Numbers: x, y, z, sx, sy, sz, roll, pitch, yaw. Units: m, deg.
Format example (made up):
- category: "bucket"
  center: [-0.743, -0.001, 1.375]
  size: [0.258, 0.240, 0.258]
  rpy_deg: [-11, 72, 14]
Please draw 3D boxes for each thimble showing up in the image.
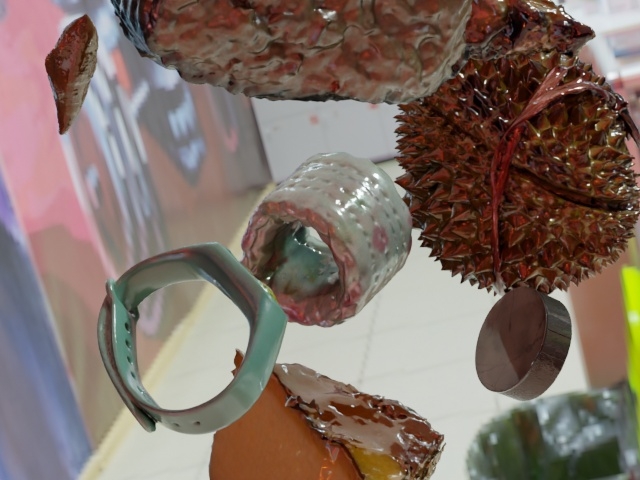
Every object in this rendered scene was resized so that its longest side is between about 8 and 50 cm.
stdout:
- category: "thimble"
  center: [0.000, 0.000, 1.702]
  size: [0.211, 0.185, 0.149]
  rpy_deg: [-13, 23, 44]

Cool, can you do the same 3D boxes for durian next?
- category: "durian"
  center: [0.263, -0.094, 1.812]
  size: [0.347, 0.348, 0.384]
  rpy_deg: [-17, 40, -10]

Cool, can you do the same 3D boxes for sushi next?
- category: "sushi"
  center: [-0.012, -0.225, 1.219]
  size: [0.350, 0.211, 0.171]
  rpy_deg: [5, 17, -36]

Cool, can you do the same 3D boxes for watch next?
- category: "watch"
  center: [-0.143, 0.099, 1.468]
  size: [0.195, 0.068, 0.237]
  rpy_deg: [-41, 50, -5]

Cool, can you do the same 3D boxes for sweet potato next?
- category: "sweet potato"
  center: [-0.326, -0.219, 1.788]
  size: [0.068, 0.206, 0.060]
  rpy_deg: [-2, 46, -17]

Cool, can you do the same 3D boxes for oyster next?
- category: "oyster"
  center: [0.133, -0.264, 1.510]
  size: [0.345, 0.129, 0.078]
  rpy_deg: [19, 33, 9]

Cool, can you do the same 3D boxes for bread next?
- category: "bread"
  center: [-0.027, 0.311, 1.744]
  size: [0.315, 0.248, 0.279]
  rpy_deg: [18, 17, 11]

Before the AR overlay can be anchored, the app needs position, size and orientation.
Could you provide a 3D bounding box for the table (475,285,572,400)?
- category: "table"
  center: [0.244, 0.125, 1.655]
  size: [0.043, 0.133, 0.133]
  rpy_deg: [22, -3, -26]
